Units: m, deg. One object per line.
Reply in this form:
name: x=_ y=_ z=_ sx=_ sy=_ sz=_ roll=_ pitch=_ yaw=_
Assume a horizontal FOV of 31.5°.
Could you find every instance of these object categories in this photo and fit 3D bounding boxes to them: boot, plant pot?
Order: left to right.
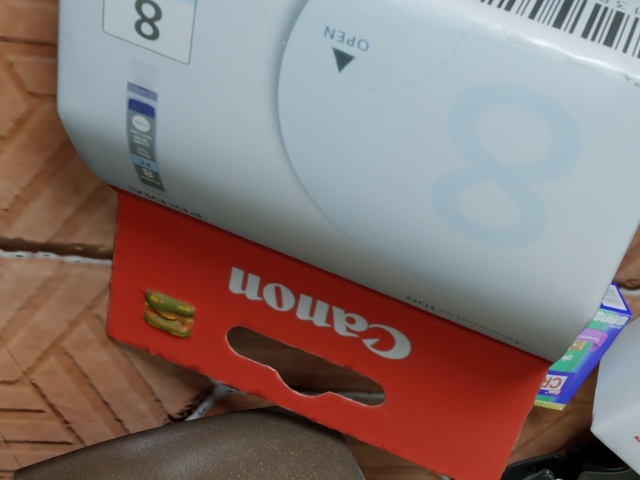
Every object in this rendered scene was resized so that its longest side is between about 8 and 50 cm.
plant pot: x=-0.078 y=0.220 z=0.852 sx=0.230 sy=0.215 sz=0.215 roll=-25 pitch=130 yaw=-8
boot: x=0.189 y=0.261 z=1.004 sx=0.247 sy=0.083 sz=0.161 roll=-27 pitch=114 yaw=21

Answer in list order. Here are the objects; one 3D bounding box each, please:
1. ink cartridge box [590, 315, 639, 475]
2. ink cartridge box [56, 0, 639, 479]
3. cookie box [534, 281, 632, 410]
ink cartridge box: x=0.364 y=0.101 z=0.788 sx=0.207 sy=0.117 sz=0.283 roll=41 pitch=127 yaw=-10
ink cartridge box: x=0.000 y=0.000 z=0.650 sx=0.308 sy=0.091 sz=0.385 roll=21 pitch=131 yaw=9
cookie box: x=0.165 y=0.073 z=0.854 sx=0.092 sy=0.040 sz=0.107 roll=13 pitch=127 yaw=-19
